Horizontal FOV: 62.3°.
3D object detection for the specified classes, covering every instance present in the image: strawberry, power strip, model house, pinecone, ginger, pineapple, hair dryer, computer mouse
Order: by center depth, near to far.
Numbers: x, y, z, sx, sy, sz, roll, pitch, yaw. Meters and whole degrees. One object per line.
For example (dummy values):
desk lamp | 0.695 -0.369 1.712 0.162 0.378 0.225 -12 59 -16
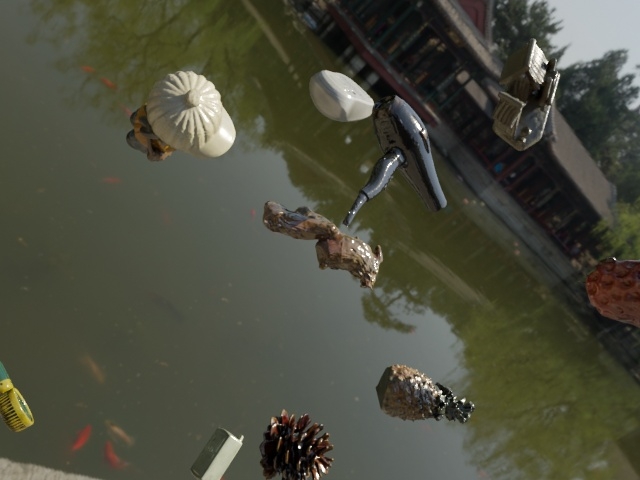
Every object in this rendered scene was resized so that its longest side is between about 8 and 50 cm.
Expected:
strawberry | 0.633 0.106 0.895 0.280 0.253 0.150 11 62 -8
pineapple | 0.211 0.312 1.039 0.197 0.108 0.108 17 24 -3
ginger | 0.002 0.001 1.139 0.290 0.122 0.084 31 -21 -8
power strip | -0.239 0.486 1.141 0.042 0.175 0.075 45 -26 -22
hair dryer | 0.149 -0.116 1.160 0.359 0.120 0.304 -51 125 -35
model house | 0.485 -0.354 1.258 0.122 0.229 0.188 18 -15 27
computer mouse | 0.063 -0.461 1.742 0.184 0.121 0.297 43 22 8
pinecone | -0.074 0.726 1.830 0.264 0.264 0.264 41 20 -19

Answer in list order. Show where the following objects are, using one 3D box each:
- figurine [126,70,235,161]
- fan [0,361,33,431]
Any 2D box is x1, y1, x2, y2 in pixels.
figurine | -0.374 -0.293 1.280 0.204 0.332 0.185 20 75 -57
fan | -0.618 0.303 1.040 0.039 0.082 0.155 -28 78 -25
